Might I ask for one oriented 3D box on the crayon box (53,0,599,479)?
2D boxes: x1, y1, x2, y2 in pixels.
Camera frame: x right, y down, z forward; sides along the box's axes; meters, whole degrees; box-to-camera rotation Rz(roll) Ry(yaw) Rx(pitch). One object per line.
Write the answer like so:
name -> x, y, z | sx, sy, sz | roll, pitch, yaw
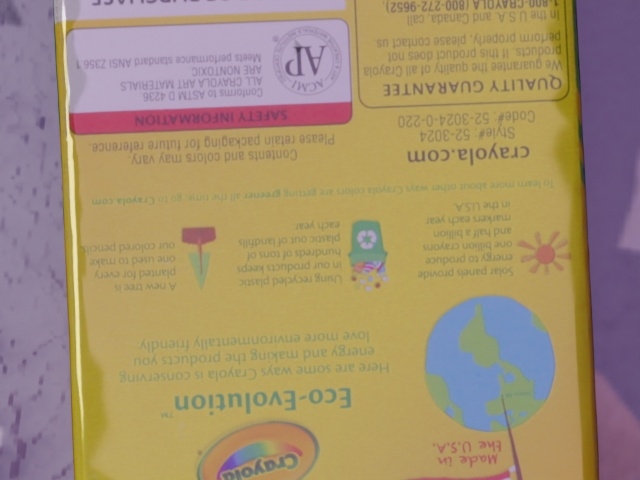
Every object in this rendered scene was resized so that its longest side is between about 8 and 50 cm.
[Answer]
crayon box -> 0.000, 0.000, 0.630 | 0.202, 0.081, 0.318 | -2, 88, -2
